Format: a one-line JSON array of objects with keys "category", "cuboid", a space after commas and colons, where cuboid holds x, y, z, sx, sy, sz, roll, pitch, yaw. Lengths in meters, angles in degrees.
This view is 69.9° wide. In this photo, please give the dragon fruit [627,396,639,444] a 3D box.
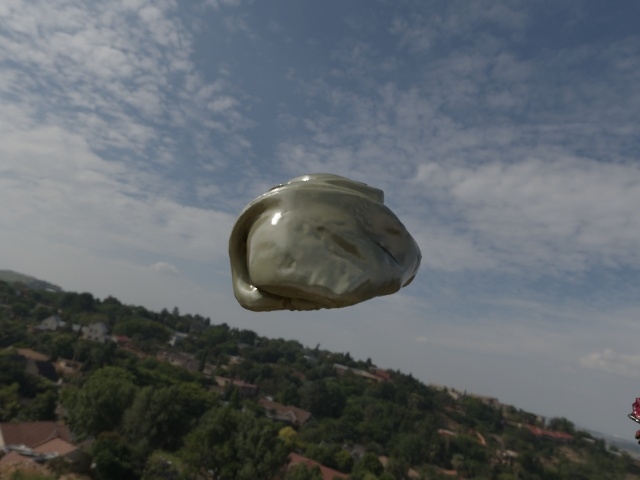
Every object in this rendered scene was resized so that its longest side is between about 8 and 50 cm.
[{"category": "dragon fruit", "cuboid": [0.499, 0.156, 0.514, 0.126, 0.274, 0.161, 22, 8, -9]}]

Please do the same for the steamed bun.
[{"category": "steamed bun", "cuboid": [0.000, 0.000, 0.877, 0.343, 0.255, 0.368, -10, -2, 25]}]
